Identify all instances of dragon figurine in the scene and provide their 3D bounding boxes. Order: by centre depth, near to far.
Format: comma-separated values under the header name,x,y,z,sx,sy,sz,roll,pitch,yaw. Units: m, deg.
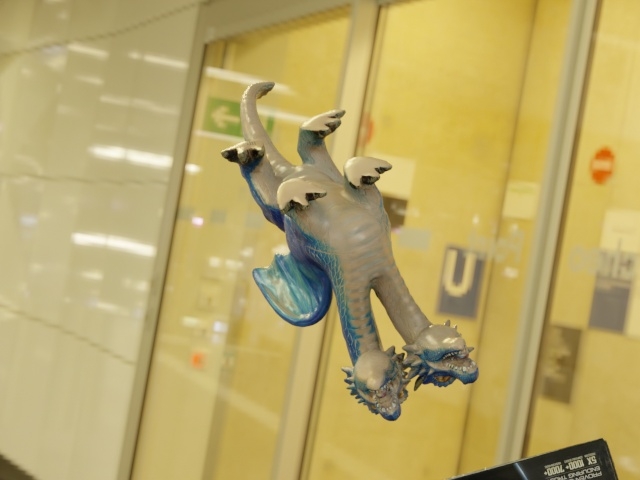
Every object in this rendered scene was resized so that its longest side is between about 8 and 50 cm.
name,x,y,z,sx,sy,sz,roll,pitch,yaw
dragon figurine,0.000,0.000,0.829,0.085,0.144,0.289,-23,33,-16

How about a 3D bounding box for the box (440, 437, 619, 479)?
name,x,y,z,sx,sy,sz,roll,pitch,yaw
box,0.149,0.221,0.907,0.147,0.077,0.180,-16,-31,9
